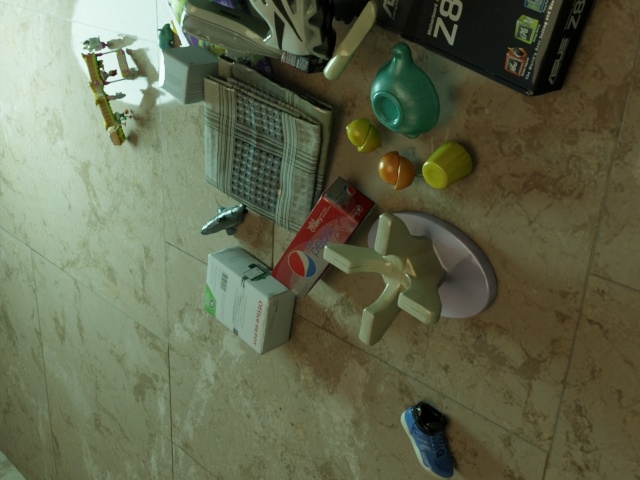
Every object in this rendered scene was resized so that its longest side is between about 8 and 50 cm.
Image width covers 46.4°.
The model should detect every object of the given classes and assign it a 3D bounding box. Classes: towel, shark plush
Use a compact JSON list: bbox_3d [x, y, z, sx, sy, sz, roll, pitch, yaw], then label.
[{"bbox_3d":[-0.123,-0.191,1.544,0.312,0.056,0.324,31,131,26],"label":"towel"},{"bbox_3d":[-0.214,-0.045,1.728,0.161,0.067,0.073,-10,97,48],"label":"shark plush"}]

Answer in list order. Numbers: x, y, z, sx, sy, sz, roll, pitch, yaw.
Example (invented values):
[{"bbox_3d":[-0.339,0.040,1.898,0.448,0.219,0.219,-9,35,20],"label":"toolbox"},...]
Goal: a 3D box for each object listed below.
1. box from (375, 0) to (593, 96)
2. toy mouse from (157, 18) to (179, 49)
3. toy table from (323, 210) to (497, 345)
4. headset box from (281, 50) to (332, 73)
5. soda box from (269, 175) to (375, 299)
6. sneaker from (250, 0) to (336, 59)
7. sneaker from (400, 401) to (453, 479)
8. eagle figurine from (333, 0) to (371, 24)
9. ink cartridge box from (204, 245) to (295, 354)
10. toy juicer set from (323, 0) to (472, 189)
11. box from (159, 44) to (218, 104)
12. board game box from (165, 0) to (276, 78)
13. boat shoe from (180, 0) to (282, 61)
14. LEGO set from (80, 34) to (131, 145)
[{"bbox_3d":[0.255,-0.448,1.058,0.318,0.097,0.394,38,131,35],"label":"box"},{"bbox_3d":[-0.345,-0.452,1.741,0.143,0.031,0.161,-39,75,47],"label":"toy mouse"},{"bbox_3d":[0.150,0.055,1.313,0.274,0.161,0.252,18,117,43],"label":"toy table"},{"bbox_3d":[-0.030,-0.347,1.423,0.083,0.062,0.032,30,124,35],"label":"headset box"},{"bbox_3d":[0.000,0.000,1.489,0.092,0.083,0.263,38,133,3],"label":"soda box"},{"bbox_3d":[-0.064,-0.440,1.183,0.146,0.122,0.330,7,133,14],"label":"sneaker"},{"bbox_3d":[0.219,0.383,1.438,0.152,0.058,0.084,61,147,20],"label":"sneaker"},{"bbox_3d":[-0.021,-0.547,1.282,0.226,0.225,0.298,-95,-15,-48],"label":"eagle figurine"},{"bbox_3d":[-0.165,0.135,1.726,0.219,0.093,0.160,33,127,34],"label":"ink cartridge box"},{"bbox_3d":[0.117,-0.234,1.273,0.209,0.089,0.329,-7,116,56],"label":"toy juicer set"},{"bbox_3d":[-0.273,-0.353,1.584,0.101,0.102,0.087,36,130,33],"label":"box"},{"bbox_3d":[-0.219,-0.436,1.606,0.208,0.056,0.346,-23,88,53],"label":"board game box"},{"bbox_3d":[-0.166,-0.399,1.466,0.228,0.079,0.081,21,127,-10],"label":"boat shoe"},{"bbox_3d":[-0.534,-0.392,1.944,0.132,0.107,0.287,-134,29,-76],"label":"LEGO set"}]
